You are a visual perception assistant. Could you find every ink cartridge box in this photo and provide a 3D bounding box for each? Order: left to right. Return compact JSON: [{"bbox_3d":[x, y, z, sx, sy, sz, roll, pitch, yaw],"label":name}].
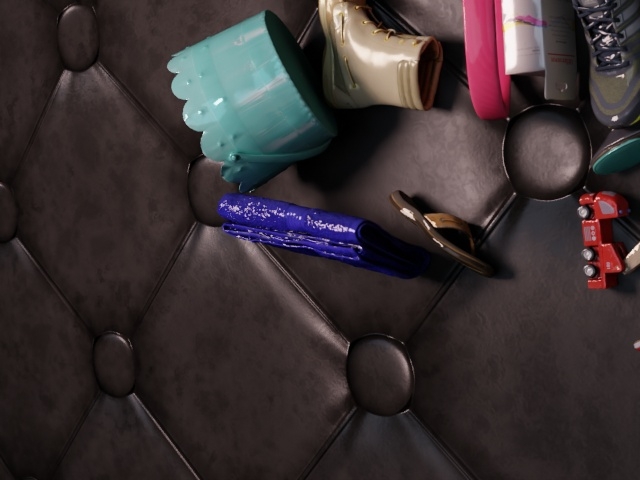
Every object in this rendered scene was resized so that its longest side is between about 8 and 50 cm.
[{"bbox_3d":[0.317,-0.300,1.529,0.067,0.115,0.198,-1,94,38],"label":"ink cartridge box"}]

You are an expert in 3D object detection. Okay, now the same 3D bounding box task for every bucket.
[{"bbox_3d":[-0.105,-0.235,1.766,0.183,0.281,0.281,-27,78,14],"label":"bucket"}]

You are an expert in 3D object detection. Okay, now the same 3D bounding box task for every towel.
[{"bbox_3d":[0.000,0.000,1.750,0.308,0.228,0.076,13,82,38],"label":"towel"}]

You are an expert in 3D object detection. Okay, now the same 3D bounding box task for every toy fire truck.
[{"bbox_3d":[0.446,0.022,1.512,0.135,0.047,0.192,-5,92,38],"label":"toy fire truck"}]

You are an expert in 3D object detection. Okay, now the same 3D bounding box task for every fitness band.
[{"bbox_3d":[0.241,-0.320,1.529,0.054,0.209,0.290,-4,92,13],"label":"fitness band"}]

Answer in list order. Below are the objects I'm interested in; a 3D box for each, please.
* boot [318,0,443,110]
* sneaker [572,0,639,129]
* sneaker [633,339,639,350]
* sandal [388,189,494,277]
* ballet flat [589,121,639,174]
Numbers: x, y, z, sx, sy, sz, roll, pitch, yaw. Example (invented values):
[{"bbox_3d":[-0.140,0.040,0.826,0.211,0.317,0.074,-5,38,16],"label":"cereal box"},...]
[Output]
[{"bbox_3d":[0.099,-0.340,1.711,0.203,0.095,0.261,9,103,38],"label":"boot"},{"bbox_3d":[0.392,-0.301,1.449,0.111,0.121,0.299,-8,82,45],"label":"sneaker"},{"bbox_3d":[0.504,0.159,1.487,0.118,0.042,0.067,-18,81,36],"label":"sneaker"},{"bbox_3d":[0.200,-0.021,1.695,0.060,0.090,0.219,-50,56,8],"label":"sandal"},{"bbox_3d":[0.462,-0.160,1.470,0.203,0.074,0.074,-31,77,43],"label":"ballet flat"}]
